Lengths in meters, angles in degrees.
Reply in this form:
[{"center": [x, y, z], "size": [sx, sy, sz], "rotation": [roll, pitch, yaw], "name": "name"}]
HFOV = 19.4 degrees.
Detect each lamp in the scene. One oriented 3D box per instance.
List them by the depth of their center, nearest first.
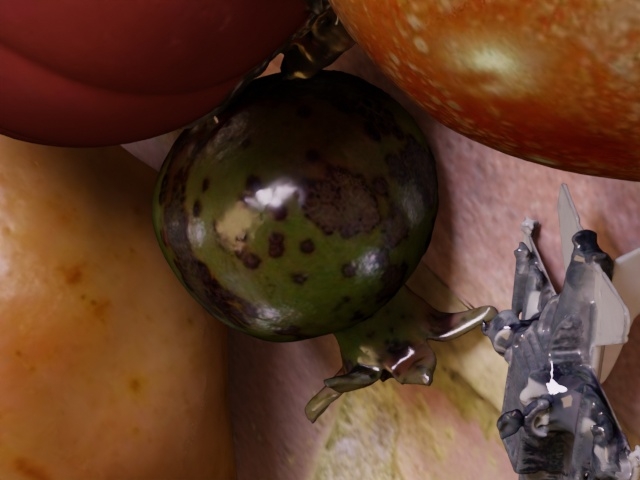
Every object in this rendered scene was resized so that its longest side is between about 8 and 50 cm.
[{"center": [-0.078, -0.183, 0.793], "size": [0.257, 0.303, 0.303], "rotation": [32, 144, -16], "name": "lamp"}]

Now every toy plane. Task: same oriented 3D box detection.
[{"center": [0.104, 0.077, 0.839], "size": [0.160, 0.082, 0.234], "rotation": [-109, 28, -49], "name": "toy plane"}]

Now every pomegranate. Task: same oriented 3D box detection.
[{"center": [-0.004, 0.001, 0.900], "size": [0.148, 0.148, 0.169], "rotation": [-25, 92, 53], "name": "pomegranate"}, {"center": [-0.241, 0.094, 1.049], "size": [0.411, 0.411, 0.412], "rotation": [24, 123, 44], "name": "pomegranate"}]

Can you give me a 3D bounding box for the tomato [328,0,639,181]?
[{"center": [0.128, -0.145, 0.594], "size": [0.270, 0.222, 0.270], "rotation": [-20, 62, 43], "name": "tomato"}]
